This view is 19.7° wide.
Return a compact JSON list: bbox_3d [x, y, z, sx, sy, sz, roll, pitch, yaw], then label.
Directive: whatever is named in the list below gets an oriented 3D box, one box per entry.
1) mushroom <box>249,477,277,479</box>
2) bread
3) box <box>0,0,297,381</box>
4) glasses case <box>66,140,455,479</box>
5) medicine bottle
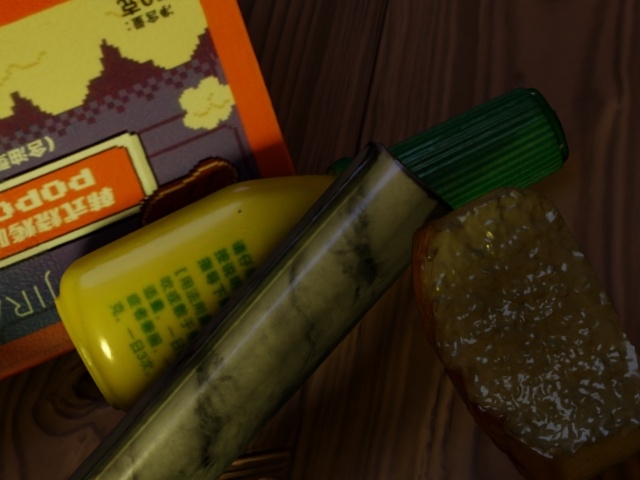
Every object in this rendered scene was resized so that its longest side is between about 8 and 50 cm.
[{"bbox_3d":[-0.044,0.170,0.930,0.129,0.073,0.088,-51,7,40],"label":"mushroom"},{"bbox_3d":[0.102,0.054,0.911,0.086,0.125,0.156,-28,73,-3],"label":"bread"},{"bbox_3d":[-0.226,-0.100,1.167,0.348,0.257,0.318,-22,37,-5],"label":"box"},{"bbox_3d":[-0.049,0.076,0.981,0.299,0.060,0.114,-48,-7,3],"label":"glasses case"},{"bbox_3d":[0.000,0.000,1.068,0.309,0.111,0.076,-26,32,-2],"label":"medicine bottle"}]
